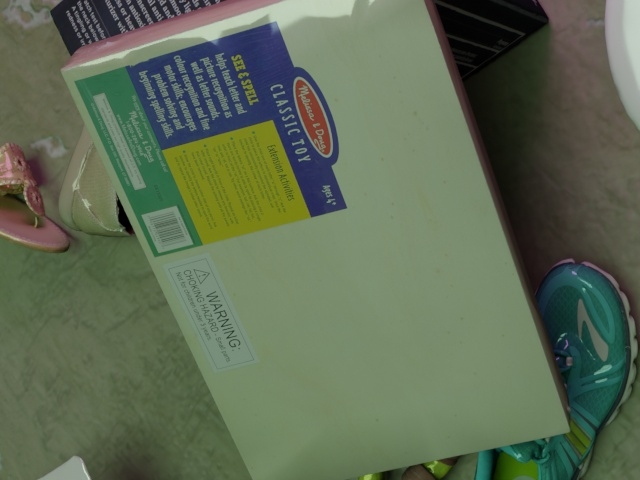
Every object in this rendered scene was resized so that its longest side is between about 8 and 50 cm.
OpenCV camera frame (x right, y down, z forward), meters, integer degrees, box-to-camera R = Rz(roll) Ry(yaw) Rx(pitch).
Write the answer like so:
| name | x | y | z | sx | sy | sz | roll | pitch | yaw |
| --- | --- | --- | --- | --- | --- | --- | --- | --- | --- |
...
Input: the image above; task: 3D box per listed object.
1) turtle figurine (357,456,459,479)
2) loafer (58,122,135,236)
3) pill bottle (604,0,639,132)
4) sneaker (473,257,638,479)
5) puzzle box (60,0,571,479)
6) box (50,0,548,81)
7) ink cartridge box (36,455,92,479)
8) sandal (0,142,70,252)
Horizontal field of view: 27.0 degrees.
| name | x | y | z | sx | sy | sz | roll | pitch | yaw |
| --- | --- | --- | --- | --- | --- | --- | --- | --- | --- |
| turtle figurine | 0.063 | 0.265 | 1.230 | 0.270 | 0.087 | 0.217 | 26 | 96 | 34 |
| loafer | -0.183 | -0.120 | 1.349 | 0.092 | 0.102 | 0.268 | 28 | 113 | 23 |
| pill bottle | 0.350 | -0.130 | 0.896 | 0.224 | 0.392 | 0.224 | 0 | 91 | 28 |
| sneaker | 0.194 | 0.152 | 1.145 | 0.107 | 0.110 | 0.275 | 18 | 99 | 26 |
| puzzle box | 0.009 | 0.002 | 1.023 | 0.272 | 0.052 | 0.408 | -14 | 116 | 16 |
| box | -0.008 | -0.192 | 1.140 | 0.294 | 0.296 | 0.182 | -33 | 76 | 24 |
| ink cartridge box | -0.202 | 0.404 | 1.354 | 0.207 | 0.119 | 0.353 | -33 | 77 | 26 |
| sandal | -0.356 | -0.075 | 1.442 | 0.240 | 0.088 | 0.079 | 31 | 111 | 29 |
